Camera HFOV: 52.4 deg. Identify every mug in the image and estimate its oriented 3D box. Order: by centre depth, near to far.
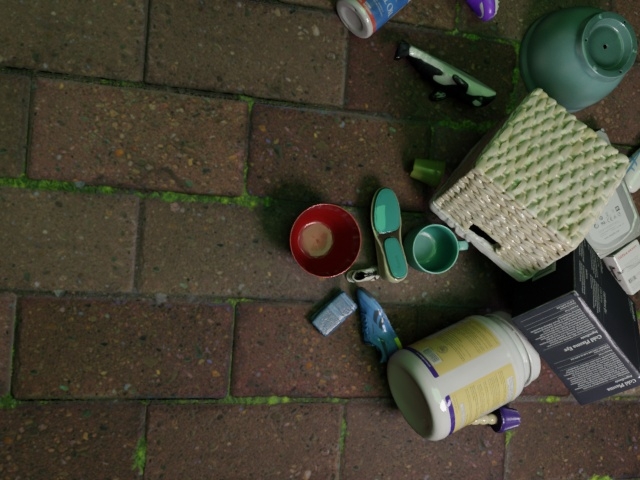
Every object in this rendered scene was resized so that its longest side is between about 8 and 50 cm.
[{"bbox_3d":[0.294,0.026,1.711,0.158,0.097,0.129,28,83,-16],"label":"mug"}]

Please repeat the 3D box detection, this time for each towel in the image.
[{"bbox_3d":[0.034,0.189,1.675,0.119,0.029,0.067,-42,102,-12],"label":"towel"}]

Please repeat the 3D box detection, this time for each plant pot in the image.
[{"bbox_3d":[0.278,-0.185,1.717,0.079,0.083,0.083,16,87,-3],"label":"plant pot"},{"bbox_3d":[0.724,-0.510,1.772,0.293,0.196,0.293,0,91,-16],"label":"plant pot"}]

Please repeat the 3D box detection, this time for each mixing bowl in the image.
[{"bbox_3d":[0.000,0.000,1.624,0.182,0.098,0.181,0,91,-17],"label":"mixing bowl"}]

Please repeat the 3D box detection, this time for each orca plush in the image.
[{"bbox_3d":[0.312,-0.410,1.706,0.287,0.151,0.102,20,117,-19],"label":"orca plush"}]

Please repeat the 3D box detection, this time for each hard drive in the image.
[{"bbox_3d":[0.771,-0.122,1.866,0.237,0.064,0.338,-27,98,-14],"label":"hard drive"}]

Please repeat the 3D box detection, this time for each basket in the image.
[{"bbox_3d":[0.514,-0.135,1.622,0.328,0.266,0.331,40,69,4],"label":"basket"}]

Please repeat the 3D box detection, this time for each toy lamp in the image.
[{"bbox_3d":[0.413,0.487,1.771,0.275,0.080,0.080,4,90,-14],"label":"toy lamp"}]

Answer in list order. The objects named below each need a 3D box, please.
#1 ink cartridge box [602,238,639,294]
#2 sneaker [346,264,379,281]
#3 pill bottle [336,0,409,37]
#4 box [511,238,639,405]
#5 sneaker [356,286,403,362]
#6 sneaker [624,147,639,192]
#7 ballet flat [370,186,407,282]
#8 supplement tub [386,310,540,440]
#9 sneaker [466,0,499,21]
[{"bbox_3d":[0.905,0.076,1.912,0.099,0.056,0.135,-32,100,-13],"label":"ink cartridge box"},{"bbox_3d":[0.124,0.090,1.692,0.109,0.044,0.040,-12,92,-18],"label":"sneaker"},{"bbox_3d":[0.156,-0.626,1.640,0.221,0.124,0.124,-45,102,-11],"label":"pill bottle"},{"bbox_3d":[0.668,0.185,1.689,0.312,0.179,0.343,49,34,-11],"label":"box"},{"bbox_3d":[0.136,0.222,1.686,0.082,0.069,0.209,-30,100,-10],"label":"sneaker"},{"bbox_3d":[0.970,-0.239,1.909,0.085,0.086,0.237,41,82,-15],"label":"sneaker"},{"bbox_3d":[0.167,-0.011,1.681,0.086,0.086,0.248,-4,81,-16],"label":"ballet flat"},{"bbox_3d":[0.363,0.335,1.659,0.331,0.241,0.241,-21,97,-20],"label":"supplement tub"},{"bbox_3d":[0.353,-0.699,1.716,0.146,0.102,0.293,-28,94,-10],"label":"sneaker"}]
